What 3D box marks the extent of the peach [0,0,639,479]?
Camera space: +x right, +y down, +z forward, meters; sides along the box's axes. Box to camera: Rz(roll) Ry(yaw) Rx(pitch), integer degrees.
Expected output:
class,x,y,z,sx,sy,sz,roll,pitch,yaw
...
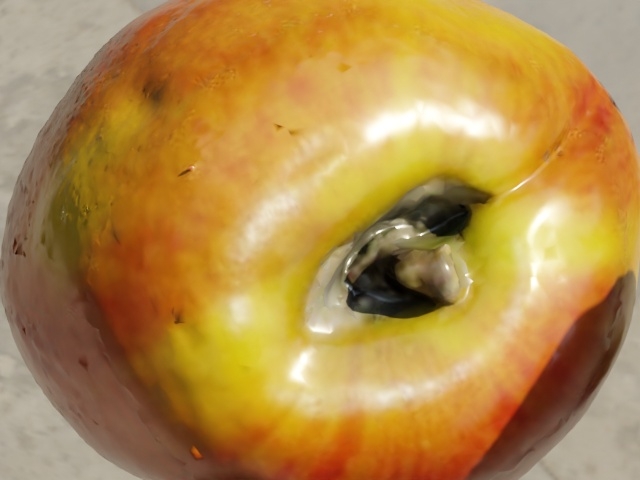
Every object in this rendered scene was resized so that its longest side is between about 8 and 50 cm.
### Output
class,x,y,z,sx,sy,sz,roll,pitch,yaw
peach,0.000,0.000,0.774,0.281,0.281,0.238,-30,101,-19
